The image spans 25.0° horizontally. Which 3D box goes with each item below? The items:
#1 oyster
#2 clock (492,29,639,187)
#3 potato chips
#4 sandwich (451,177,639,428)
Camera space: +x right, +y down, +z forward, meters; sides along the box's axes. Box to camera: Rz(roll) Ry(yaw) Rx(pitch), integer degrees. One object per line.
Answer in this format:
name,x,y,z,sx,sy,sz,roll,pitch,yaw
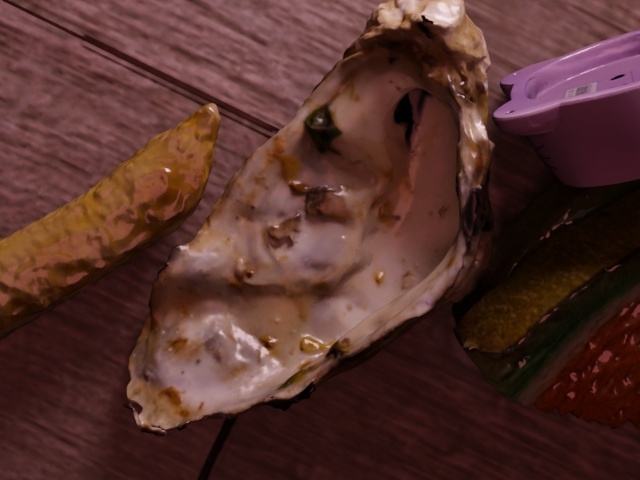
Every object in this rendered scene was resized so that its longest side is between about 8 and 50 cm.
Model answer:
oyster,-0.002,-0.004,0.836,0.294,0.094,0.166,-37,76,11
clock,0.156,-0.072,0.799,0.110,0.153,0.050,-16,104,14
potato chips,-0.232,0.037,0.826,0.407,0.057,0.080,-24,99,-5
sandwich,0.179,0.043,0.834,0.185,0.109,0.160,-36,115,-1
